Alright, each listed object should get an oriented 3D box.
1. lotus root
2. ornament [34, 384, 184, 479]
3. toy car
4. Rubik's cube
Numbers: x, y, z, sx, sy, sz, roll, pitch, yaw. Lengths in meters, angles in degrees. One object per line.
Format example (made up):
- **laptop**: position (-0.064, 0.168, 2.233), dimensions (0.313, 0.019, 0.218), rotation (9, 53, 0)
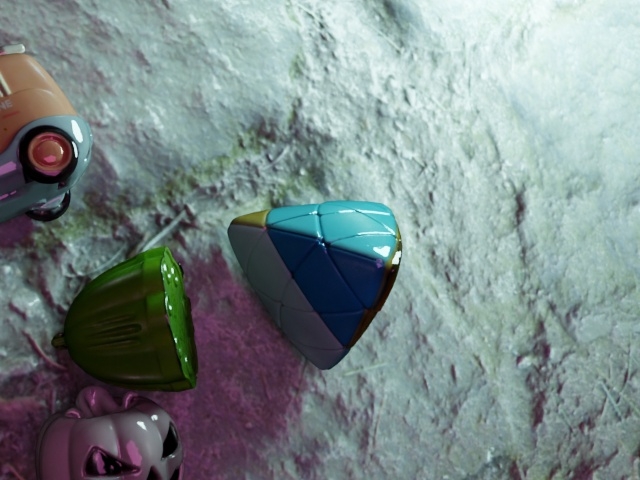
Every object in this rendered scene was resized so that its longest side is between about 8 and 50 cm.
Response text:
- **lotus root**: position (-0.250, 0.110, 1.209), dimensions (0.186, 0.186, 0.186), rotation (2, 84, -22)
- **ornament**: position (-0.254, 0.256, 1.174), dimensions (0.177, 0.177, 0.178), rotation (2, 84, -22)
- **toy car**: position (-0.416, -0.113, 1.150), dimensions (0.270, 0.180, 0.212), rotation (-27, 85, -22)
- **Rubik's cube**: position (0.000, 0.000, 1.323), dimensions (0.254, 0.254, 0.254), rotation (2, 84, -22)
